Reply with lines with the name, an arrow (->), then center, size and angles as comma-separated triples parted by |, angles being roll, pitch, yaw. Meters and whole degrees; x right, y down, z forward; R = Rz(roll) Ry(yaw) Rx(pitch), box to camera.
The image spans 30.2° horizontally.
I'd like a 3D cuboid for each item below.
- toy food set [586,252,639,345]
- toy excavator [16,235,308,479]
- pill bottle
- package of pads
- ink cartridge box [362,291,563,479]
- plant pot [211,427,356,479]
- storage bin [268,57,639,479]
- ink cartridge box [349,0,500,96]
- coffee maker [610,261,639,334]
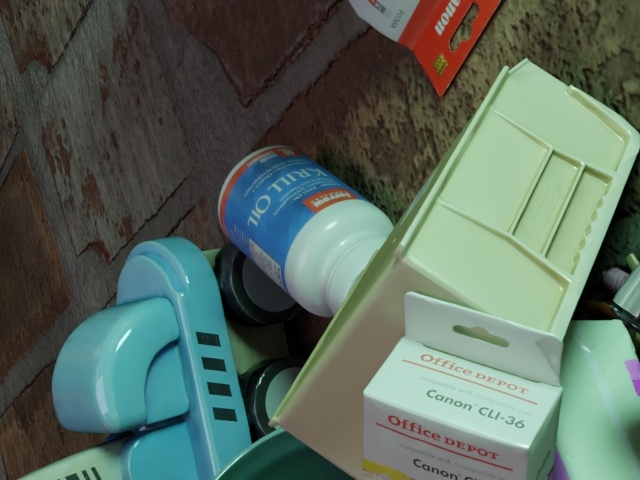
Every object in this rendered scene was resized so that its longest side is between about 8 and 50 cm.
toy food set -> 0.238, 0.063, 0.934 | 0.078, 0.019, 0.122 | 63, 152, 25
toy excavator -> -0.221, 0.225, 1.302 | 0.222, 0.445, 0.433 | -12, 89, 59
pill bottle -> 0.000, 0.000, 1.188 | 0.221, 0.124, 0.124 | 38, 130, 45
package of pads -> 0.198, 0.242, 0.875 | 0.296, 0.101, 0.229 | -102, 17, -44
ink cartridge box -> 0.090, 0.140, 0.777 | 0.115, 0.067, 0.198 | 15, 128, 23
plant pot -> 0.028, 0.342, 1.142 | 0.293, 0.293, 0.196 | 40, 158, 45
storage bin -> 0.104, 0.032, 0.920 | 0.123, 0.260, 0.262 | 33, 138, 1
ink cartridge box -> 0.081, -0.239, 1.062 | 0.179, 0.045, 0.145 | 64, 146, 27
coffee maker -> 0.280, 0.005, 0.702 | 0.171, 0.120, 0.178 | 39, 108, 57
